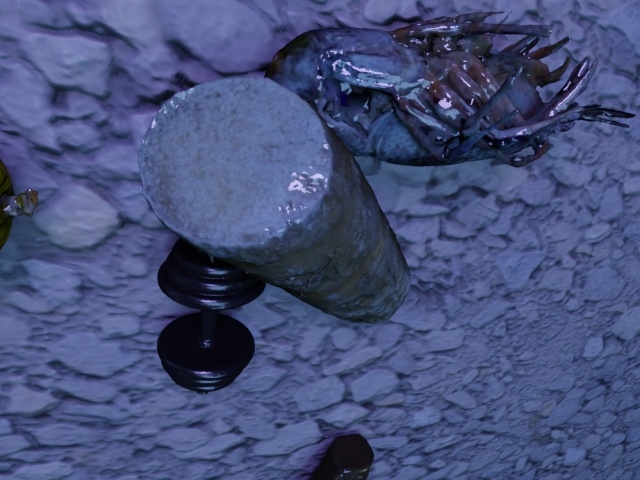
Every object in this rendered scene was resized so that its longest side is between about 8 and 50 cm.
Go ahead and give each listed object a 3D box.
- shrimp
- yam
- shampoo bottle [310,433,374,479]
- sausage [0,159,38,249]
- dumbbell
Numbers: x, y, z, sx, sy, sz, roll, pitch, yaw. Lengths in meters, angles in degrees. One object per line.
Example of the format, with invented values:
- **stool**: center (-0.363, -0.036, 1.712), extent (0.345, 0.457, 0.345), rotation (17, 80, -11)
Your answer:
- **shrimp**: center (0.137, -0.120, 0.429), extent (0.373, 0.172, 0.137), rotation (-7, 128, -5)
- **yam**: center (0.000, 0.000, 0.438), extent (0.133, 0.133, 0.330), rotation (-42, 146, 3)
- **shampoo bottle**: center (-0.014, 0.450, 0.761), extent (0.126, 0.084, 0.350), rotation (13, 112, -29)
- **sausage**: center (-0.361, -0.024, 0.285), extent (0.347, 0.123, 0.123), rotation (0, 119, -24)
- **dumbbell**: center (-0.107, 0.068, 0.475), extent (0.099, 0.099, 0.208), rotation (-2, 119, -25)
